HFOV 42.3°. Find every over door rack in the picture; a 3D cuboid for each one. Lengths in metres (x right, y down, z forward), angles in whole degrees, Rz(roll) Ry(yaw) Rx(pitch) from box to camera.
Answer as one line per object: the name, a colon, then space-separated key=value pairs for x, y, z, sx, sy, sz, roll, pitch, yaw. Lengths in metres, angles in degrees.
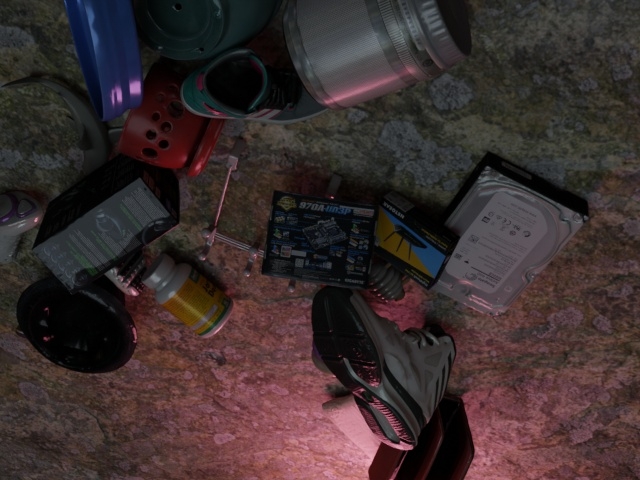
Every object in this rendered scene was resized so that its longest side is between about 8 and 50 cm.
over door rack: x=-0.123 y=-0.035 z=1.786 sx=0.239 sy=0.108 sz=0.324 roll=21 pitch=130 yaw=-3

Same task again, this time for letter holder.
letter holder: x=0.244 y=0.554 z=2.043 sx=0.152 sy=0.214 sz=0.302 roll=15 pitch=118 yaw=-10

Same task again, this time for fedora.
fedora: x=-0.580 y=0.175 z=2.045 sx=0.334 sy=0.152 sz=0.334 roll=7 pitch=130 yaw=9

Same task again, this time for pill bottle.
pill bottle: x=-0.317 y=0.127 z=1.962 sx=0.208 sy=0.117 sz=0.117 roll=42 pitch=126 yaw=-19

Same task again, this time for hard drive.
hard drive: x=0.359 y=0.001 z=1.718 sx=0.237 sy=0.064 sz=0.339 roll=26 pitch=131 yaw=-7

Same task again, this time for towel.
towel: x=0.159 y=0.487 z=2.176 sx=0.187 sy=0.049 sz=0.282 roll=-27 pitch=118 yaw=29

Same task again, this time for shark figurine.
shark figurine: x=-0.511 y=-0.243 z=1.717 sx=0.166 sy=0.116 sz=0.278 roll=-17 pitch=124 yaw=25

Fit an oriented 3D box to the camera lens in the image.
camera lens: x=0.090 y=-0.356 z=1.393 sx=0.274 sy=0.219 sz=0.219 roll=-16 pitch=123 yaw=26

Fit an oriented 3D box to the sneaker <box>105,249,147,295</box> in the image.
sneaker: x=-0.513 y=0.008 z=1.934 sx=0.118 sy=0.110 sz=0.292 roll=-17 pitch=115 yaw=35

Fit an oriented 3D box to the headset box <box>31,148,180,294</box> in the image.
headset box: x=-0.442 y=-0.050 z=1.706 sx=0.283 sy=0.246 sz=0.131 roll=-33 pitch=116 yaw=6

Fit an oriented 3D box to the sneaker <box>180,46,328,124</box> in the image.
sneaker: x=-0.096 y=-0.277 z=1.487 sx=0.295 sy=0.178 sz=0.124 roll=-4 pitch=93 yaw=-15

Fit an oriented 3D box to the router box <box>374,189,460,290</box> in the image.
router box: x=0.187 y=0.000 z=1.720 sx=0.179 sy=0.046 sz=0.133 roll=36 pitch=130 yaw=20

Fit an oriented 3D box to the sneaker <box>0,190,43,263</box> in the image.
sneaker: x=-0.752 y=-0.024 z=1.977 sx=0.305 sy=0.114 sz=0.152 roll=-16 pitch=137 yaw=30

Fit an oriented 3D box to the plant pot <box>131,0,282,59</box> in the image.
plant pot: x=-0.224 y=-0.433 z=1.430 sx=0.293 sy=0.196 sz=0.293 roll=7 pitch=129 yaw=9

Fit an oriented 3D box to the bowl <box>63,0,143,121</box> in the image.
bowl: x=-0.382 y=-0.401 z=1.405 sx=0.077 sy=0.391 sz=0.391 roll=-14 pitch=132 yaw=-17

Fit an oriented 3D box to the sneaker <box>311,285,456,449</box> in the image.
sneaker: x=0.152 y=0.225 z=1.854 sx=0.169 sy=0.257 sz=0.447 roll=1 pitch=127 yaw=44

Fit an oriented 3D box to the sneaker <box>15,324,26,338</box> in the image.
sneaker: x=-0.722 y=0.259 z=2.206 sx=0.185 sy=0.069 sz=0.084 roll=3 pitch=124 yaw=13

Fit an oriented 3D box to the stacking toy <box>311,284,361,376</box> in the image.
stacking toy: x=0.045 y=0.150 z=1.882 sx=0.141 sy=0.141 sz=0.330 roll=6 pitch=126 yaw=10

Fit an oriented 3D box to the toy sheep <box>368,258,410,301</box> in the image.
toy sheep: x=0.140 y=0.086 z=1.831 sx=0.091 sy=0.091 sz=0.132 roll=-33 pitch=111 yaw=33

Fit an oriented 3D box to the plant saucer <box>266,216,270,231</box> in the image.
plant saucer: x=-0.055 y=-0.016 z=1.727 sx=0.119 sy=0.021 sz=0.119 roll=2 pitch=116 yaw=5

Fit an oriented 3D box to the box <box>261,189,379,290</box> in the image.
box: x=0.000 y=0.000 z=1.672 sx=0.220 sy=0.051 sz=0.175 roll=8 pitch=89 yaw=-1

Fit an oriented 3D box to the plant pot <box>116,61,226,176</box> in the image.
plant pot: x=-0.284 y=-0.227 z=1.617 sx=0.174 sy=0.191 sz=0.191 roll=24 pitch=130 yaw=-10
